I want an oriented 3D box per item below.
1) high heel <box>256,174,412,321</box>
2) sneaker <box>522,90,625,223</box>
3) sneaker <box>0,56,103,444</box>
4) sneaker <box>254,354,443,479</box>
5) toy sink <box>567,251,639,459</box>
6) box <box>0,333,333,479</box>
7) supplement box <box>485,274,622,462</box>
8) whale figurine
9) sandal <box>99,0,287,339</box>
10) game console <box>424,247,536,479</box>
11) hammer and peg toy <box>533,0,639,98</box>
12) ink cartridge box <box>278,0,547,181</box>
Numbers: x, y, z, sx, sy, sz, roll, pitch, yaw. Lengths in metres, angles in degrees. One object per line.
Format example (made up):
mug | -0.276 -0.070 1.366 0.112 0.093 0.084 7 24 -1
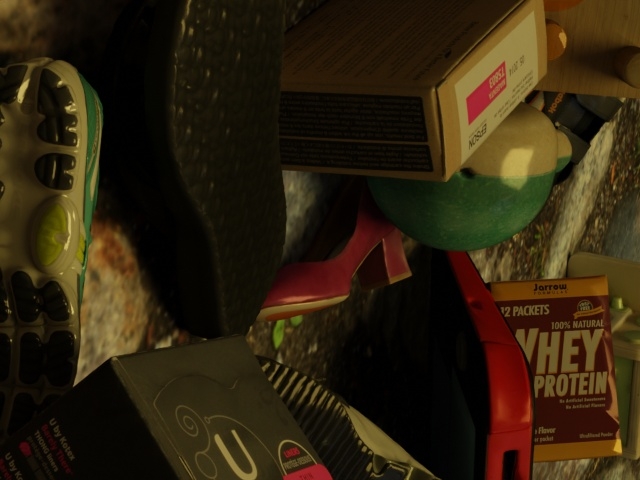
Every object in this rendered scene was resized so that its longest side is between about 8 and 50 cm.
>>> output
high heel | 0.000 0.000 1.573 0.244 0.082 0.117 -17 89 -49
sneaker | 0.289 -0.164 2.039 0.126 0.127 0.321 5 97 -67
sneaker | -0.185 0.020 1.133 0.110 0.107 0.275 -8 110 -78
sneaker | -0.013 0.190 1.580 0.122 0.146 0.330 -50 128 -2
toy sink | 0.380 0.154 2.339 0.131 0.153 0.234 -36 133 -56
box | -0.144 0.192 1.062 0.143 0.270 0.165 57 22 12
supplement box | 0.228 0.142 1.881 0.194 0.129 0.191 142 -55 -79
whale figurine | 0.126 -0.075 1.636 0.272 0.216 0.141 -92 -171 -76
sandal | -0.102 -0.077 1.288 0.445 0.107 0.167 91 22 -51
game console | 0.149 0.229 1.811 0.342 0.060 0.386 -113 -158 -65
hammer and peg toy | 0.224 -0.326 1.699 0.127 0.266 0.361 -96 -170 -76
ink cartridge box | 0.062 -0.138 1.470 0.235 0.193 0.088 -44 133 -51
